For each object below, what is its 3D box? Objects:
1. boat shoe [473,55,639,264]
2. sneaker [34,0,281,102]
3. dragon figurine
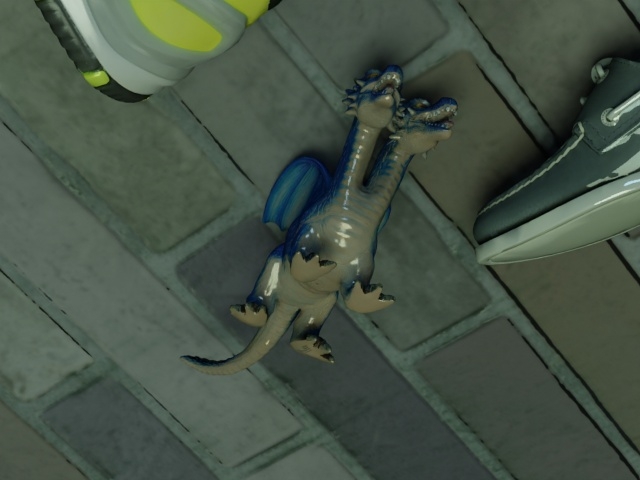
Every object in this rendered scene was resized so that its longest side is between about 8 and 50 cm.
[{"bbox_3d":[0.227,-0.083,0.743,0.319,0.116,0.099,-32,70,30],"label":"boat shoe"},{"bbox_3d":[-0.147,-0.268,0.639,0.147,0.145,0.384,-25,125,7],"label":"sneaker"},{"bbox_3d":[0.000,0.000,0.804,0.085,0.144,0.289,26,140,-12],"label":"dragon figurine"}]
